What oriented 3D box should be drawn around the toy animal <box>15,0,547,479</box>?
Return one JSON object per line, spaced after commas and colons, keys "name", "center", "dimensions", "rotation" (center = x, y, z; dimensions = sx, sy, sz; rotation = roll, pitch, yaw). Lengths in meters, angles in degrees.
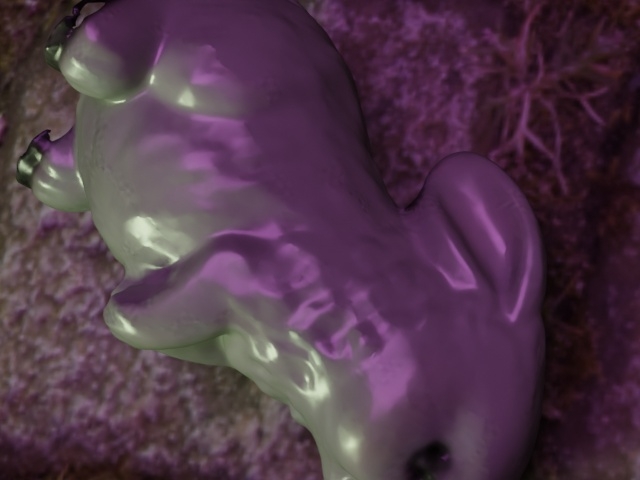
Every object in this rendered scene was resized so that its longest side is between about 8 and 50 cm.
{"name": "toy animal", "center": [0.000, 0.000, 0.955], "dimensions": [0.357, 0.194, 0.258], "rotation": [42, 63, 12]}
